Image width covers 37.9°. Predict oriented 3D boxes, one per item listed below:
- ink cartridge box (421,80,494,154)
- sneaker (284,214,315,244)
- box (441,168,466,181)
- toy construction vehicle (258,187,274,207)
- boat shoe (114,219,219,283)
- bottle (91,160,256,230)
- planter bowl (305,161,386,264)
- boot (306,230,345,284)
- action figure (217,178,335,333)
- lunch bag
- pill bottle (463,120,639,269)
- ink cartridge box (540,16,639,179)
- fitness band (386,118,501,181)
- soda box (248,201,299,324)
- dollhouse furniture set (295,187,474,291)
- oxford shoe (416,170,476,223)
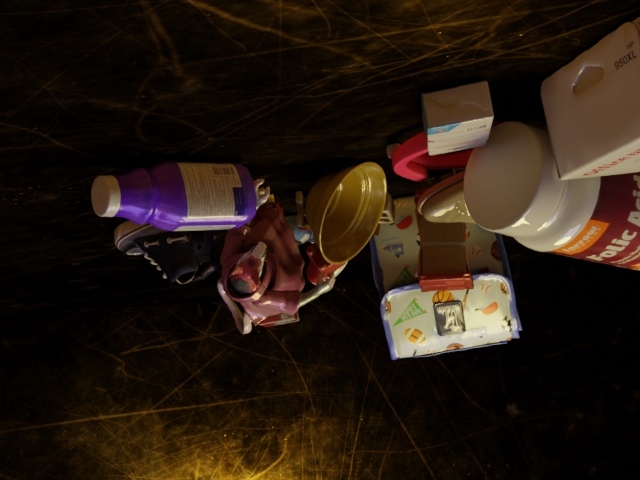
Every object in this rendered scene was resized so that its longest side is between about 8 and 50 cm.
[{"bbox_3d":[0.219,-0.194,1.507,0.104,0.062,0.181,-10,171,5],"label":"ink cartridge box"},{"bbox_3d":[-0.027,-0.038,2.234,0.081,0.080,0.211,-41,156,29],"label":"sneaker"},{"bbox_3d":[0.356,-0.131,2.050,0.168,0.059,0.054,-6,171,-21],"label":"box"},{"bbox_3d":[-0.139,-0.079,1.926,0.085,0.035,0.098,-10,171,0],"label":"toy construction vehicle"},{"bbox_3d":[-0.332,0.024,1.970,0.127,0.158,0.340,-3,168,-36],"label":"boat shoe"},{"bbox_3d":[-0.244,-0.075,1.574,0.282,0.118,0.092,-3,165,-40],"label":"bottle"},{"bbox_3d":[0.034,-0.069,1.856,0.090,0.217,0.217,26,-168,31],"label":"planter bowl"},{"bbox_3d":[0.000,0.000,2.149,0.176,0.088,0.244,2,127,-48],"label":"boot"},{"bbox_3d":[-0.138,0.049,1.802,0.275,0.248,0.370,-33,179,10],"label":"action figure"},{"bbox_3d":[0.292,0.078,2.250,0.327,0.386,0.239,-10,171,8],"label":"lunch bag"},{"bbox_3d":[0.461,-0.079,1.648,0.392,0.224,0.224,10,162,-32],"label":"pill bottle"},{"bbox_3d":[0.579,-0.218,1.408,0.394,0.166,0.285,-7,170,-16],"label":"ink cartridge box"},{"bbox_3d":[0.246,-0.170,1.736,0.209,0.054,0.291,-17,170,24],"label":"fitness band"},{"bbox_3d":[-0.110,0.053,2.050,0.083,0.263,0.092,-10,171,6],"label":"soda box"},{"bbox_3d":[0.138,0.003,1.998,0.373,0.201,0.152,-2,168,9],"label":"dollhouse furniture set"},{"bbox_3d":[0.365,-0.068,1.828,0.348,0.130,0.123,-9,149,-5],"label":"oxford shoe"}]
